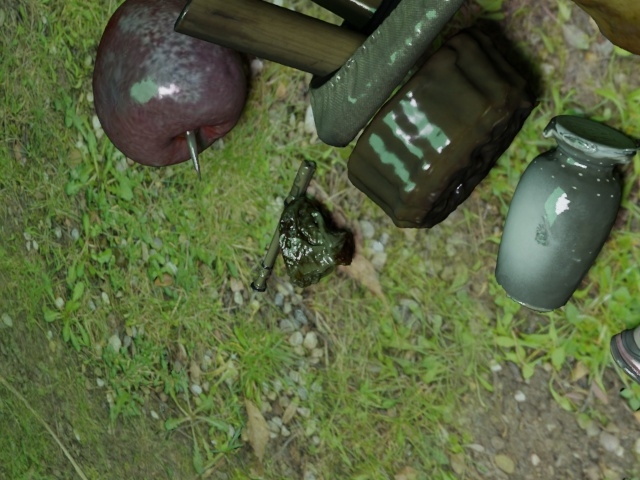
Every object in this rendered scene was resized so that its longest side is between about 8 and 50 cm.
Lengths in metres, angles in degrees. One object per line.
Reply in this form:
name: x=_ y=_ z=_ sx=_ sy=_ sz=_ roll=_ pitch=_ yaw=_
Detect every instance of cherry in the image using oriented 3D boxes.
cherry: x=-0.213 y=-0.216 z=1.339 sx=0.236 sy=0.212 sz=0.286 roll=-23 pitch=78 yaw=34

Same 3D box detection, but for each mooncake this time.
mooncake: x=0.137 y=-0.116 z=1.058 sx=0.124 sy=0.228 sz=0.228 roll=43 pitch=128 yaw=9

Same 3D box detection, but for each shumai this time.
shumai: x=0.000 y=0.000 z=1.307 sx=0.087 sy=0.099 sz=0.124 roll=-6 pitch=101 yaw=25

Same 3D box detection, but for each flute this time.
flute: x=-0.055 y=-0.018 z=1.385 sx=0.027 sy=0.027 sz=0.233 roll=41 pitch=126 yaw=25

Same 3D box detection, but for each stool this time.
stool: x=0.027 y=-0.306 z=1.000 sx=0.226 sy=0.310 sz=0.310 roll=30 pitch=126 yaw=-14

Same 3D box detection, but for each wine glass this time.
wine glass: x=0.263 y=-0.030 z=1.045 sx=0.111 sy=0.111 sz=0.205 roll=33 pitch=121 yaw=29

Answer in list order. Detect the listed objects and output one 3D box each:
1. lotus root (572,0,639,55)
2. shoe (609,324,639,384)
lotus root: x=0.330 y=-0.310 z=0.834 sx=0.250 sy=0.316 sz=0.316 roll=-7 pitch=99 yaw=61
shoe: x=0.398 y=0.133 z=1.002 sx=0.180 sy=0.089 sz=0.092 roll=40 pitch=114 yaw=22
